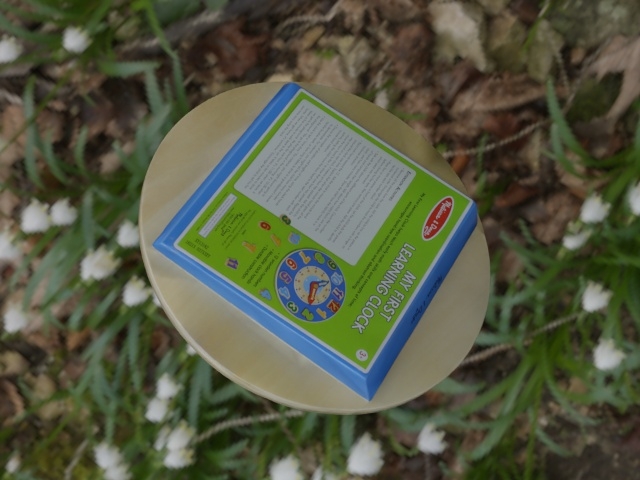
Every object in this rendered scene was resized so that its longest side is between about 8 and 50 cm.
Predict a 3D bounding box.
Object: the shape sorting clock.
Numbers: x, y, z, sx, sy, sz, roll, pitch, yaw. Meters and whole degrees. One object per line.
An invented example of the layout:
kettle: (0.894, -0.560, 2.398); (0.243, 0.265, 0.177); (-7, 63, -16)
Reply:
shape sorting clock: (0.000, 0.000, 0.674); (0.206, 0.206, 0.040); (34, 145, 4)
